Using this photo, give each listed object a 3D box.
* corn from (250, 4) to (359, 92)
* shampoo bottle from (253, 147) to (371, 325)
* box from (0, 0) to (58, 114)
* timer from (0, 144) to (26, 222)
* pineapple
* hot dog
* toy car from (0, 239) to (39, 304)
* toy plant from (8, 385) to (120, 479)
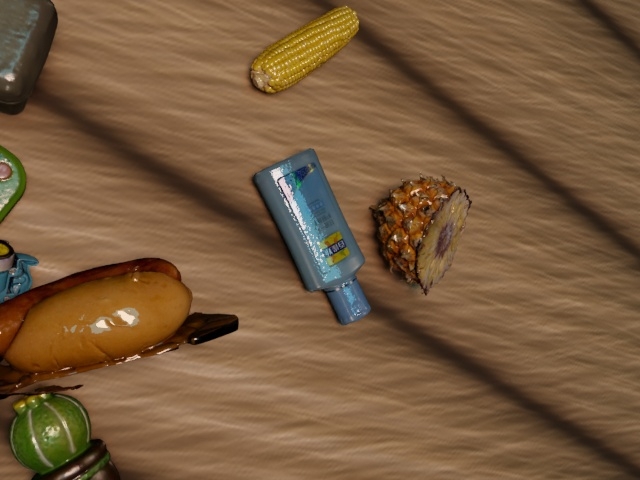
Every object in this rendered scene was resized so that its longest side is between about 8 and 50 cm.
[{"bbox_3d":[-0.022,-0.286,0.943,0.206,0.067,0.067,-42,102,-25],"label":"corn"},{"bbox_3d":[0.000,0.000,0.929,0.104,0.061,0.258,-28,97,-23],"label":"shampoo bottle"},{"bbox_3d":[-0.422,-0.244,0.724,0.210,0.129,0.148,20,78,-20],"label":"box"},{"bbox_3d":[-0.435,-0.071,0.748,0.140,0.047,0.128,37,70,-17],"label":"timer"},{"bbox_3d":[0.132,-0.026,0.961,0.161,0.137,0.176,-46,143,-32],"label":"pineapple"},{"bbox_3d":[-0.271,0.090,0.727,0.326,0.194,0.107,-15,97,-38],"label":"hot dog"},{"bbox_3d":[-0.422,0.035,0.722,0.161,0.098,0.126,-9,133,-46],"label":"toy car"},{"bbox_3d":[-0.308,0.252,0.750,0.093,0.093,0.162,-27,96,-24],"label":"toy plant"}]
